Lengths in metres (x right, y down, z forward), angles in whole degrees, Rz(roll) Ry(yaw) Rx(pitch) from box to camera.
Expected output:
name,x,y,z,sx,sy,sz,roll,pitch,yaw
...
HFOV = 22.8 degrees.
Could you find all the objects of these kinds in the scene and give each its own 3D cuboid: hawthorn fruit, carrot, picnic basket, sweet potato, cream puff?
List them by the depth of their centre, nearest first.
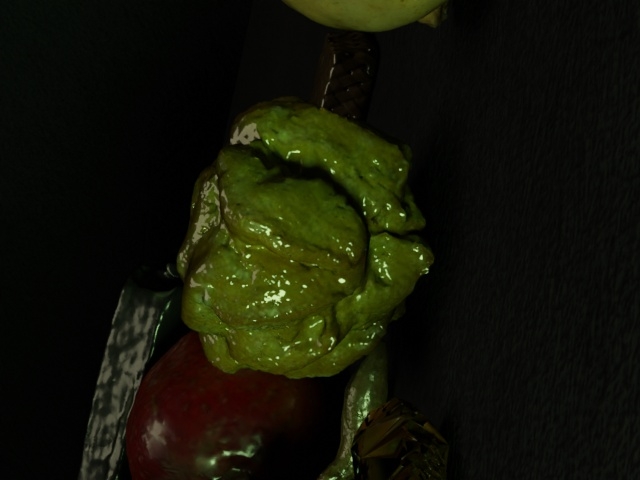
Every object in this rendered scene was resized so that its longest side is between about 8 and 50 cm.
name,x,y,z,sx,sy,sz,roll,pitch,yaw
carrot,0.060,0.192,1.037,0.228,0.069,0.069,-97,18,-57
cream puff,-0.014,-0.001,1.276,0.244,0.196,0.244,-167,90,-81
sweet potato,0.029,0.156,1.320,0.038,0.041,0.153,10,-77,-82
hawthorn fruit,-0.086,0.197,1.523,0.249,0.215,0.215,-109,30,-67
picnic basket,0.013,-0.131,1.710,0.110,0.055,0.193,-101,24,-66

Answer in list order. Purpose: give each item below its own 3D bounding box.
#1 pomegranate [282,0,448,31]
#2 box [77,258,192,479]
name,x,y,z,sx,sy,sz,roll,pitch,yaw
pomegranate,0.031,-0.259,1.243,0.207,0.207,0.207,-170,90,-81
box,-0.147,0.187,1.774,0.359,0.091,0.350,-4,-69,-65
